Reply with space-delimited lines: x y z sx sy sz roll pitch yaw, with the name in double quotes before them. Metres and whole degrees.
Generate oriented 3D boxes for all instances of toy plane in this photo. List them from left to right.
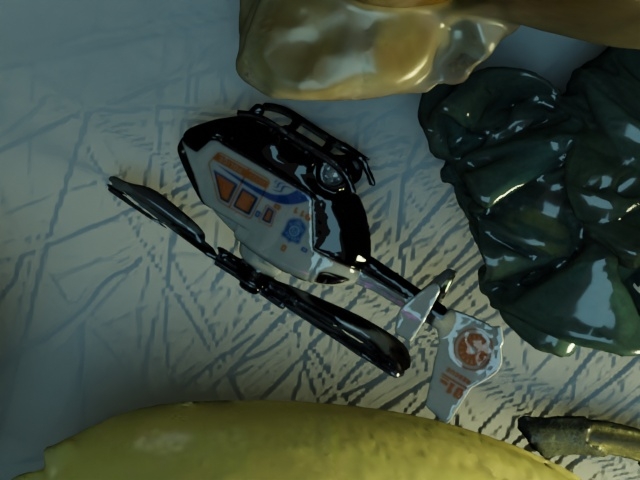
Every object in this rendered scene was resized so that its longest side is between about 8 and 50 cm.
"toy plane" 0.001 0.000 0.845 0.197 0.053 0.078 34 103 6

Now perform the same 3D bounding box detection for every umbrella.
"umbrella" 0.211 -0.082 0.816 0.349 0.094 0.143 -30 107 6

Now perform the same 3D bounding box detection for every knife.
"knife" 0.200 0.114 0.904 0.222 0.021 0.045 9 106 -6

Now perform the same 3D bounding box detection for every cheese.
"cheese" -0.006 0.189 0.846 0.316 0.128 0.259 28 81 -12

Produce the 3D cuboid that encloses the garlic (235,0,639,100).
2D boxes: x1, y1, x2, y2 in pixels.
"garlic" 0.062 -0.158 0.695 0.279 0.325 0.132 8 66 -3
